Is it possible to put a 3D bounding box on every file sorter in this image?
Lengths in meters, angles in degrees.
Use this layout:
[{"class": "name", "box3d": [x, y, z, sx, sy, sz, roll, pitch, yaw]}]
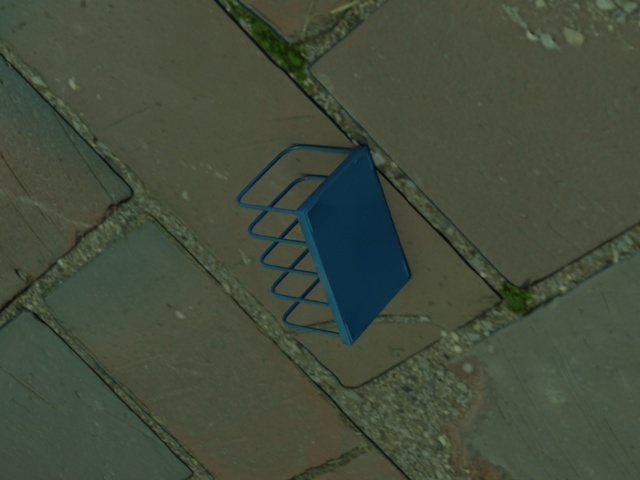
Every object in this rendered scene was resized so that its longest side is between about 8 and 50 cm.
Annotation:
[{"class": "file sorter", "box3d": [0.000, 0.000, 2.041, 0.104, 0.118, 0.170, 8, 131, 37]}]
